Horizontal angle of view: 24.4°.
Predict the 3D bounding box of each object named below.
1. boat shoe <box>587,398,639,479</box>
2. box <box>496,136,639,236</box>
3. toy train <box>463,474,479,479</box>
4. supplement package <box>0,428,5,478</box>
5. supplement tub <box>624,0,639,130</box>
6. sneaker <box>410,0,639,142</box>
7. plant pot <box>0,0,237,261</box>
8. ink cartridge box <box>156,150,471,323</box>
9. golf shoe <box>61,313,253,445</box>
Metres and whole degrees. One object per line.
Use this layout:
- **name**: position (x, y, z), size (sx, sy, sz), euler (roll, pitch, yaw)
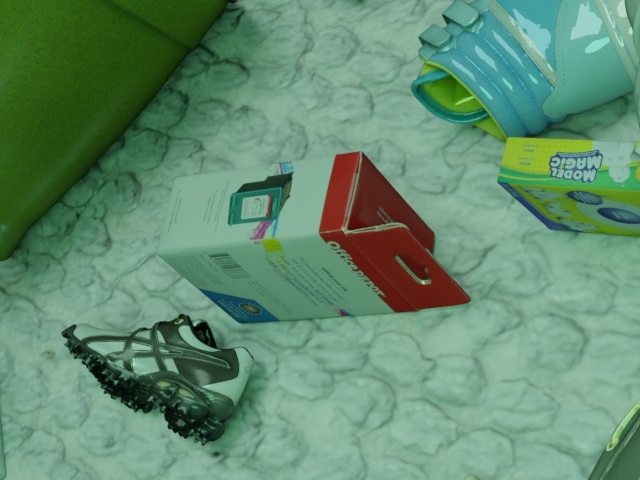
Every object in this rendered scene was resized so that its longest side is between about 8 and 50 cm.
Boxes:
- **boat shoe**: position (0.246, 0.135, 0.972), size (0.305, 0.109, 0.091), euler (-56, 22, -12)
- **box**: position (0.234, -0.036, 1.094), size (0.179, 0.105, 0.043), euler (3, 71, 36)
- **toy train**: position (0.095, 0.226, 1.014), size (0.166, 0.046, 0.125), euler (5, 76, 72)
- **supplement package**: position (-0.431, 0.157, 1.355), size (0.194, 0.203, 0.149), euler (-28, 48, 15)
- **supplement tub**: position (0.320, -0.042, 0.850), size (0.235, 0.235, 0.324), euler (-25, 60, 19)
- **sneaker**: position (0.152, -0.218, 1.259), size (0.208, 0.127, 0.319), euler (-29, 48, 14)
- **plant pot**: position (-0.325, -0.183, 1.439), size (0.366, 0.366, 0.353), euler (35, 95, 43)
- **ink cartridge box**: position (0.000, 0.000, 1.211), size (0.231, 0.134, 0.078), euler (-6, 58, 31)
- **golf shoe**: position (-0.139, 0.104, 1.289), size (0.198, 0.077, 0.094), euler (23, 65, 35)
